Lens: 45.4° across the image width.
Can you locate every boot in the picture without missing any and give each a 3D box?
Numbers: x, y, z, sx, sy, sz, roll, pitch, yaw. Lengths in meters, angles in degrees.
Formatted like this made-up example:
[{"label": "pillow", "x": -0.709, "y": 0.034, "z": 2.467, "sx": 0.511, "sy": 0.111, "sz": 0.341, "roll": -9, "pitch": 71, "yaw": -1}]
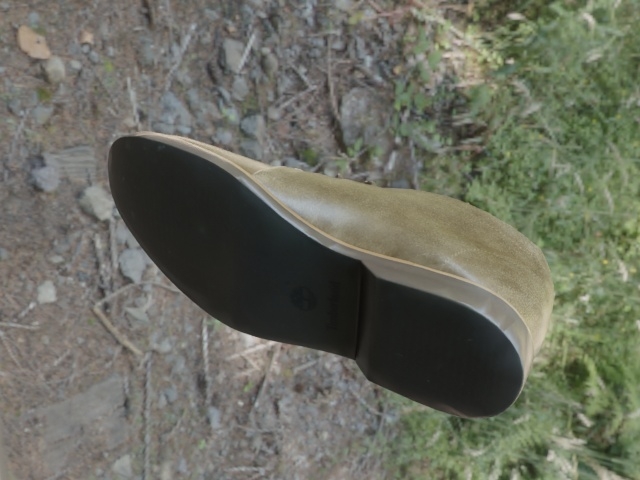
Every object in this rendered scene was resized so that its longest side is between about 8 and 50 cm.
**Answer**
[{"label": "boot", "x": 0.000, "y": 0.000, "z": 0.496, "sx": 0.115, "sy": 0.305, "sz": 0.112, "roll": -44, "pitch": 152, "yaw": -46}]
